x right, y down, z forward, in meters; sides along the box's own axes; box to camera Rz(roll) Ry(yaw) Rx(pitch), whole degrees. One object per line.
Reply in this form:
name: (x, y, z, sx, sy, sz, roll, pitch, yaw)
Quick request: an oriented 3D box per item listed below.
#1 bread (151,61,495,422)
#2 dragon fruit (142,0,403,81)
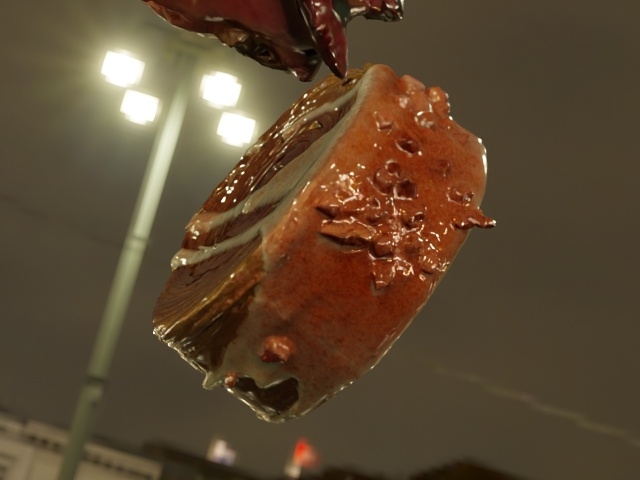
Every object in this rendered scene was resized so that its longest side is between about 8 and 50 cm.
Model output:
bread: (0.000, 0.000, 0.828, 0.073, 0.160, 0.160, 41, -22, -13)
dragon fruit: (-0.041, -0.170, 0.453, 0.163, 0.262, 0.189, 5, -3, -36)
